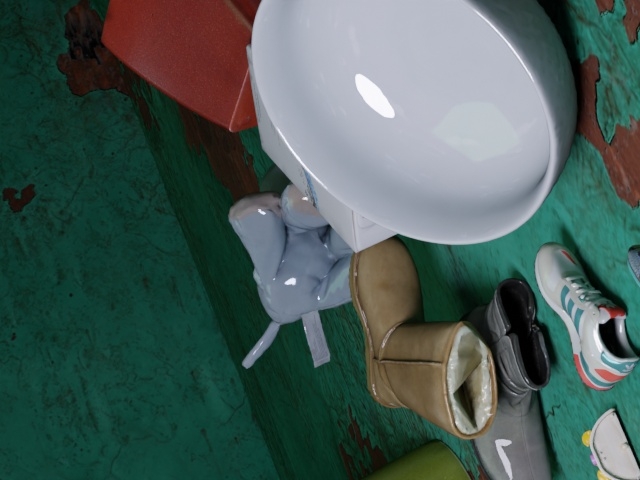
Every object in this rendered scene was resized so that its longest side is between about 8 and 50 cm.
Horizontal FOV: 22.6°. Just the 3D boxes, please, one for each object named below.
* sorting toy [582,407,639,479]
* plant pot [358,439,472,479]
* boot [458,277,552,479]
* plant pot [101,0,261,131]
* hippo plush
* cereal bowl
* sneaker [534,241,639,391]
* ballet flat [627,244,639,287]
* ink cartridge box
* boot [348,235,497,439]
[{"bbox_3d":[0.306,0.226,1.688,0.075,0.045,0.083,50,-162,-76],"label":"sorting toy"},{"bbox_3d":[0.078,0.464,2.295,0.275,0.293,0.275,162,90,-75],"label":"plant pot"},{"bbox_3d":[0.222,0.176,1.830,0.161,0.083,0.247,129,127,-72],"label":"boot"},{"bbox_3d":[-0.086,-0.294,2.017,0.236,0.267,0.267,53,143,27],"label":"plant pot"},{"bbox_3d":[0.000,0.000,2.327,0.236,0.234,0.294,-78,-16,-64],"label":"hippo plush"},{"bbox_3d":[0.108,-0.167,1.585,0.339,0.141,0.339,23,138,23],"label":"cereal bowl"},{"bbox_3d":[0.273,0.066,1.597,0.075,0.057,0.161,-45,61,55],"label":"sneaker"},{"bbox_3d":[0.330,0.055,1.359,0.070,0.070,0.188,90,156,-50],"label":"ballet flat"},{"bbox_3d":[0.049,-0.139,1.866,0.233,0.171,0.168,47,155,40],"label":"ink cartridge box"},{"bbox_3d":[0.125,0.104,1.899,0.269,0.089,0.236,180,80,-73],"label":"boot"}]
